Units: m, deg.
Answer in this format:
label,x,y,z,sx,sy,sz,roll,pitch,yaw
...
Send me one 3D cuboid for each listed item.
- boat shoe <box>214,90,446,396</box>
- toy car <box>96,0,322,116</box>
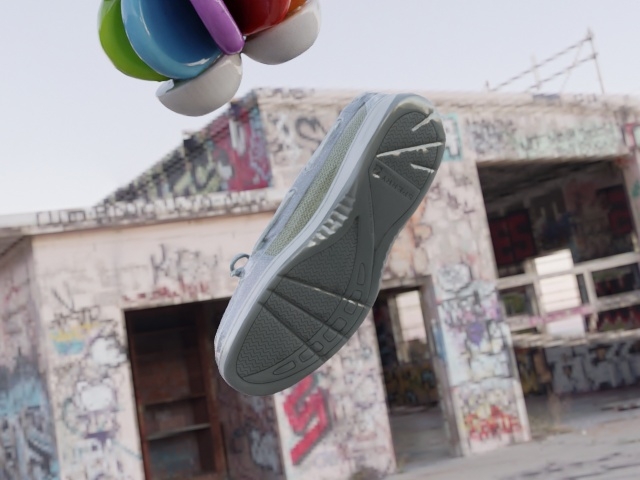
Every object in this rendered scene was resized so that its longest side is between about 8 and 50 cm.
label,x,y,z,sx,sy,sz,roll,pitch,yaw
boat shoe,-0.001,-0.002,0.931,0.118,0.320,0.103,34,-7,-36
toy car,-0.080,-0.183,0.728,0.182,0.159,0.136,-34,23,-7
